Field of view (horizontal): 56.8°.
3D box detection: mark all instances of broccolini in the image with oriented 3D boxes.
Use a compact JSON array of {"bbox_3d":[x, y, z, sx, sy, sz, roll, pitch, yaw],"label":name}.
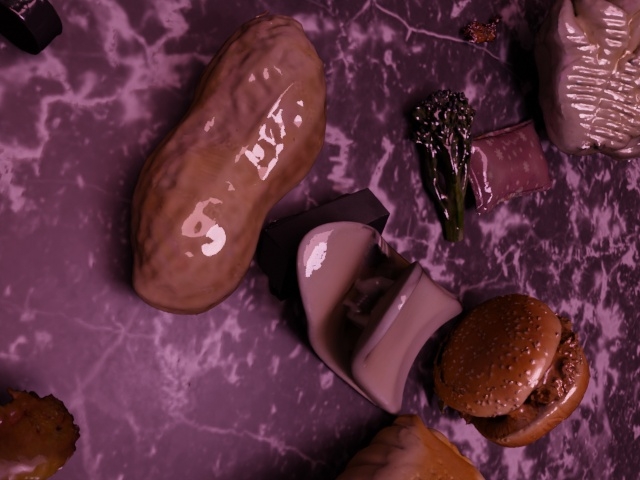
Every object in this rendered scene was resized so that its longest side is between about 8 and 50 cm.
[{"bbox_3d":[0.174,-0.097,0.774,0.091,0.068,0.202,-16,97,-14],"label":"broccolini"}]

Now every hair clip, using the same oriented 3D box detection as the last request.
[{"bbox_3d":[0.063,0.080,0.671,0.172,0.113,0.282,-56,153,-11],"label":"hair clip"}]

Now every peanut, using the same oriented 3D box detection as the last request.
[{"bbox_3d":[-0.089,-0.075,0.586,0.149,0.149,0.313,35,71,-25],"label":"peanut"}]

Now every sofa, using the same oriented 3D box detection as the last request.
[{"bbox_3d":[0.000,0.000,0.682,0.147,0.085,0.060,-25,59,-28],"label":"sofa"}]

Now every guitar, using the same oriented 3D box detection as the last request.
[{"bbox_3d":[-0.336,-0.263,0.485,0.271,0.084,0.038,42,70,-16],"label":"guitar"}]

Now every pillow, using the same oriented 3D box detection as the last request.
[{"bbox_3d":[0.269,-0.110,0.849,0.185,0.043,0.118,-20,95,-30],"label":"pillow"}]

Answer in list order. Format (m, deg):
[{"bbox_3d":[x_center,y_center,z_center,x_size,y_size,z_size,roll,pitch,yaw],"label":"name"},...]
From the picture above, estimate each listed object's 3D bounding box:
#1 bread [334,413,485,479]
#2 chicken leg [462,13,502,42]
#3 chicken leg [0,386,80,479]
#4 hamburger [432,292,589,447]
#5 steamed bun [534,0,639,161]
[{"bbox_3d":[0.075,0.316,0.624,0.173,0.121,0.311,46,31,14],"label":"bread"},{"bbox_3d":[0.235,-0.299,0.849,0.083,0.021,0.036,-26,92,-29],"label":"chicken leg"},{"bbox_3d":[-0.262,0.227,0.478,0.361,0.140,0.211,38,91,-35],"label":"chicken leg"},{"bbox_3d":[0.233,0.155,0.734,0.118,0.191,0.182,36,79,-23],"label":"hamburger"},{"bbox_3d":[0.443,-0.268,0.861,0.268,0.207,0.280,-14,120,7],"label":"steamed bun"}]
